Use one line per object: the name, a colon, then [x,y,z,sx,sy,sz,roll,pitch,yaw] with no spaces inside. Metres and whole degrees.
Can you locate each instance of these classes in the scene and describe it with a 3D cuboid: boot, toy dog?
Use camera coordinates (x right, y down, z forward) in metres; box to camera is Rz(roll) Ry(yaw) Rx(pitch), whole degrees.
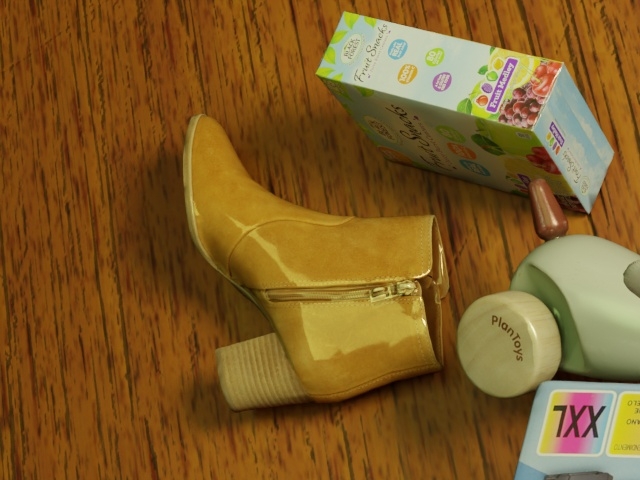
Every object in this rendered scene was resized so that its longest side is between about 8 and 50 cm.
boot: [0.000,0.000,1.556,0.211,0.104,0.295,-16,70,13]
toy dog: [0.260,0.027,1.325,0.333,0.220,0.161,-6,98,24]

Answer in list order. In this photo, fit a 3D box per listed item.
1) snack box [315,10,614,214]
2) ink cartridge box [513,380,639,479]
snack box: [0.124,-0.106,1.485,0.207,0.174,0.070,18,76,30]
ink cartridge box: [0.244,0.298,1.189,0.270,0.151,0.395,-1,53,28]
